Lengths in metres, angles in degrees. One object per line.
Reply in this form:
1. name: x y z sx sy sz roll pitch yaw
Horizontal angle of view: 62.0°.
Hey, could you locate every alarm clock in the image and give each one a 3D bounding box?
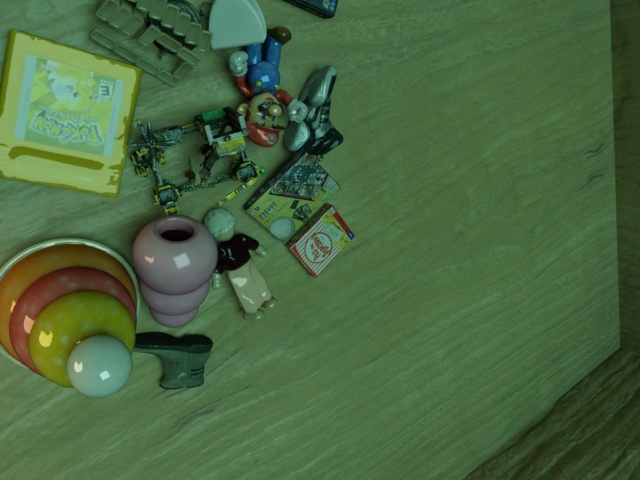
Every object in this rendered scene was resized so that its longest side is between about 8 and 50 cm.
1. alarm clock: -0.342 -0.539 1.318 0.192 0.064 0.129 -38 120 -22

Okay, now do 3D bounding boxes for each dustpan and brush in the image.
1. dustpan and brush: -0.218 -0.592 1.310 0.148 0.060 0.211 -5 119 9

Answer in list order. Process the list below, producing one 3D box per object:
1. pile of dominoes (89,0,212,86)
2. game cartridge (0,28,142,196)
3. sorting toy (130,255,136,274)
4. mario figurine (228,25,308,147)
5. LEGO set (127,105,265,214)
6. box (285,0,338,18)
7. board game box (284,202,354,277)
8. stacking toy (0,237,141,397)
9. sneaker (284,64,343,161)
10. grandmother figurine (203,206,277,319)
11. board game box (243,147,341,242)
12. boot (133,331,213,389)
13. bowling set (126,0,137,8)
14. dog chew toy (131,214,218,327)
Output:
1. pile of dominoes: -0.387 -0.487 1.241 0.251 0.196 0.040 25 44 -45
2. game cartridge: -0.587 -0.281 1.238 0.286 0.053 0.323 8 97 -34
3. sorting toy: -0.466 0.064 1.433 0.083 0.012 0.061 2 102 -32
4. mario figurine: -0.133 -0.409 1.413 0.198 0.170 0.320 2 96 2
5. LEGO set: -0.294 -0.194 1.324 0.332 0.192 0.254 -11 115 -17
6. box: -0.020 -0.756 1.459 0.184 0.059 0.232 10 97 -33
7. board game box: 0.000 0.000 1.690 0.193 0.045 0.146 -47 122 -13
8. stacking toy: -0.523 0.207 1.153 0.351 0.480 0.350 -9 108 -30
9. sneaker: 0.008 -0.366 1.565 0.153 0.101 0.268 22 97 -35
10. grandmother figurine: -0.242 0.065 1.531 0.208 0.104 0.342 -46 124 -47
11. board game box: -0.082 -0.129 1.561 0.243 0.042 0.165 -43 123 6
12. boot: -0.428 0.349 1.500 0.247 0.083 0.161 11 103 -33
13. bowling set: -0.438 -0.618 1.170 0.154 0.287 0.199 17 127 -28
14. dog chew toy: -0.375 0.096 1.375 0.207 0.206 0.331 -13 137 -29
